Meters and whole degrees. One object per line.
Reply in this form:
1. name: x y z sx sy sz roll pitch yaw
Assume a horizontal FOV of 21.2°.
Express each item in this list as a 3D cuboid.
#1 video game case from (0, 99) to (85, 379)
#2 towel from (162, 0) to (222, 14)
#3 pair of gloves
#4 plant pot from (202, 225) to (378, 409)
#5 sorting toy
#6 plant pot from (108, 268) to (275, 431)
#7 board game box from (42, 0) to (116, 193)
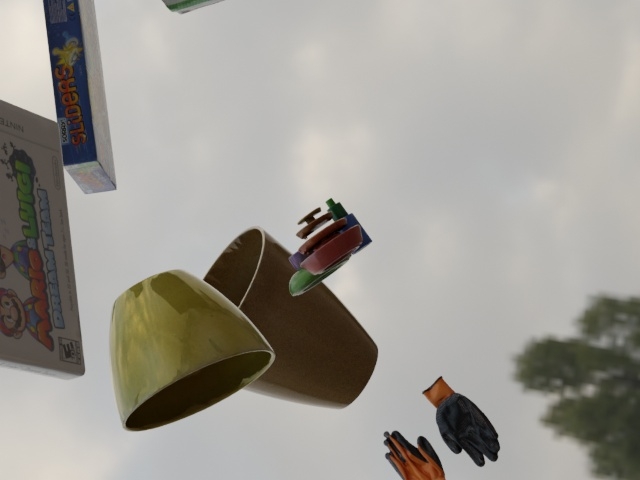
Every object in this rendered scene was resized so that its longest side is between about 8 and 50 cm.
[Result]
1. video game case: -0.184 -0.009 0.932 0.143 0.019 0.157 22 -125 -58
2. towel: -0.132 -0.315 1.407 0.325 0.248 0.038 41 -127 -38
3. pair of gloves: 0.088 0.149 1.246 0.083 0.074 0.010 -49 -17 21
4. plant pot: -0.048 0.140 2.546 0.254 0.237 0.237 30 -115 -19
5. sorting toy: 0.000 0.000 1.183 0.061 0.042 0.102 -33 -6 -20
6. plant pot: -0.117 0.080 1.372 0.134 0.134 0.095 3 -124 -61
7. board game box: -0.232 -0.156 1.646 0.136 0.035 0.201 81 180 -79
